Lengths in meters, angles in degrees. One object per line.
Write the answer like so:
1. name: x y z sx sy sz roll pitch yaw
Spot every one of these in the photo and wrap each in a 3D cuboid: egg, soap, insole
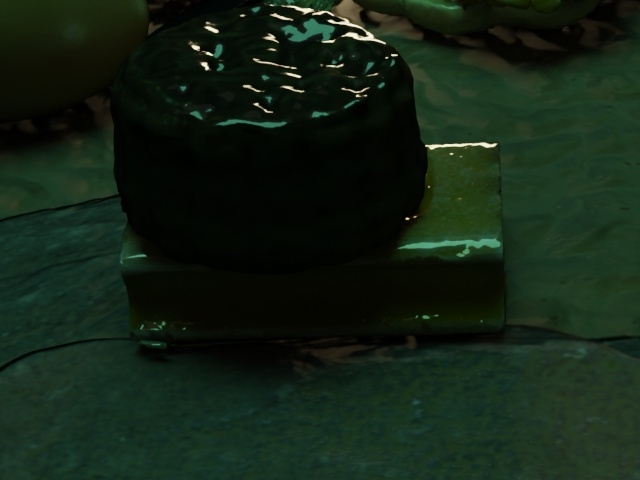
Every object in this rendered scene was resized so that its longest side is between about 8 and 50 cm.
1. egg: -0.274 -0.202 1.689 0.244 0.201 0.201 4 30 -9
2. soap: 0.000 0.000 1.407 0.274 0.089 0.173 -2 31 5
3. insole: -0.080 -0.232 1.811 0.232 0.003 0.080 -29 25 0

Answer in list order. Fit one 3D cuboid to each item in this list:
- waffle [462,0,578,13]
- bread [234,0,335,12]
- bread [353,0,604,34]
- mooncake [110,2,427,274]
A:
1. waffle: 0.177 -0.277 1.762 0.249 0.056 0.253 -7 33 1
2. bread: -0.040 -0.226 1.803 0.112 0.036 0.193 -8 37 34
3. bread: 0.179 -0.274 1.856 0.316 0.054 0.316 -6 30 3
4. mooncake: -0.036 -0.082 1.345 0.228 0.124 0.228 -3 32 2
